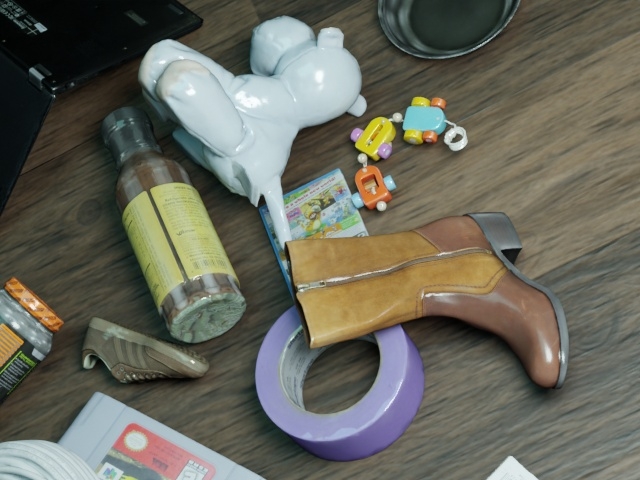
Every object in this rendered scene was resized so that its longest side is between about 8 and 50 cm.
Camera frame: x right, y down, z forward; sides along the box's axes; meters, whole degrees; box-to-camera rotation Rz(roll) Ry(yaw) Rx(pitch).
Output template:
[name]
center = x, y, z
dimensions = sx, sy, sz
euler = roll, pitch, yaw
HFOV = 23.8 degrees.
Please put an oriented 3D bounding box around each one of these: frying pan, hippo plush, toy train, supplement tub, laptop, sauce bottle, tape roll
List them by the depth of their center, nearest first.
[tape roll]
center = 0.024, 0.160, 1.802
dimensions = 0.189, 0.080, 0.189
euler = -9, 63, 17
[hippo plush]
center = -0.072, -0.194, 1.924
dimensions = 0.236, 0.234, 0.294
euler = -40, 48, -8
[toy train]
center = 0.106, -0.107, 1.928
dimensions = 0.166, 0.046, 0.125
euler = -31, 59, 7
[supplement tub]
center = -0.429, 0.145, 1.962
dimensions = 0.190, 0.117, 0.117
euler = -47, 58, -7
[sauce bottle]
center = -0.200, -0.030, 1.967
dimensions = 0.111, 0.111, 0.344
euler = -28, 58, 6
[frying pan]
center = 0.113, -0.314, 2.025
dimensions = 0.326, 0.053, 0.197
euler = -4, 63, 21
[laptop]
center = -0.444, -0.244, 2.224
dimensions = 0.408, 0.236, 0.382
euler = -31, 53, -30

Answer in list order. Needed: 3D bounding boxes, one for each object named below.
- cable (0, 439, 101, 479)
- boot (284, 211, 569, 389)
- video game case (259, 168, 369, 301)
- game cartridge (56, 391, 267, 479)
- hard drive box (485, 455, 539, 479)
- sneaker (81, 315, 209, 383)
[cable]
center = -0.341, 0.359, 1.751
dimensions = 0.257, 0.089, 0.257
euler = -35, 70, 28
[boot]
center = 0.119, 0.079, 1.723
dimensions = 0.280, 0.096, 0.264
euler = -9, 56, -18
[video game case]
center = 0.000, 0.000, 1.930
dimensions = 0.119, 0.015, 0.166
euler = -27, 58, 7
[game cartridge]
center = -0.213, 0.318, 1.811
dimensions = 0.294, 0.060, 0.196
euler = 23, 69, 27
[hard drive box]
center = 0.192, 0.379, 1.620
dimensions = 0.232, 0.089, 0.181
euler = -44, 57, -5
[sneaker]
center = -0.223, 0.154, 1.920
dimensions = 0.188, 0.066, 0.071
euler = 18, 89, 33
